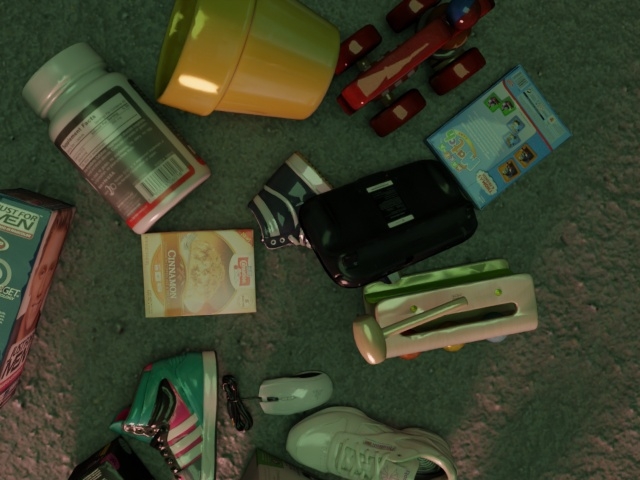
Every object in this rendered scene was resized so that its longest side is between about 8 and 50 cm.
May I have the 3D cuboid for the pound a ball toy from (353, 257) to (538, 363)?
[{"bbox_3d":[0.203,0.140,1.266,0.319,0.208,0.135,-11,103,-6],"label":"pound a ball toy"}]

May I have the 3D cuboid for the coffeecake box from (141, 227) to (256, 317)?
[{"bbox_3d":[-0.204,0.053,1.287,0.186,0.068,0.142,-3,94,-6],"label":"coffeecake box"}]

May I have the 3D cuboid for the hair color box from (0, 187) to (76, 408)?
[{"bbox_3d":[-0.508,0.095,1.206,0.105,0.174,0.347,18,93,-8],"label":"hair color box"}]

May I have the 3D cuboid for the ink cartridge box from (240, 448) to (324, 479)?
[{"bbox_3d":[-0.029,0.466,1.295,0.220,0.160,0.092,27,92,-8],"label":"ink cartridge box"}]

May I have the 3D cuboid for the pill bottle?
[{"bbox_3d":[-0.326,-0.163,1.210,0.161,0.161,0.283,-41,97,-1],"label":"pill bottle"}]

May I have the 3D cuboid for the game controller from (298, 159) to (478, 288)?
[{"bbox_3d":[0.118,-0.036,1.246,0.319,0.067,0.166,-20,65,-32],"label":"game controller"}]

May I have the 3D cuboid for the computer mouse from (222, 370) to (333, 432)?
[{"bbox_3d":[-0.072,0.274,1.333,0.193,0.042,0.106,-10,95,-5],"label":"computer mouse"}]

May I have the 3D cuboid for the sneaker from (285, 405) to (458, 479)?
[{"bbox_3d":[0.093,0.368,1.304,0.305,0.152,0.114,9,96,-5],"label":"sneaker"}]

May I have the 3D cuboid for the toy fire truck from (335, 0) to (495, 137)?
[{"bbox_3d":[0.156,-0.300,1.201,0.302,0.254,0.169,-36,98,-2],"label":"toy fire truck"}]

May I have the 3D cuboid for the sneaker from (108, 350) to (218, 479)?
[{"bbox_3d":[-0.265,0.335,1.275,0.179,0.124,0.295,2,87,-11],"label":"sneaker"}]

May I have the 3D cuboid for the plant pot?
[{"bbox_3d":[-0.111,-0.304,1.193,0.239,0.254,0.253,16,93,-23],"label":"plant pot"}]

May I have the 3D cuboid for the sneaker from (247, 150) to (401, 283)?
[{"bbox_3d":[0.000,0.000,1.289,0.153,0.099,0.282,-42,94,-2],"label":"sneaker"}]

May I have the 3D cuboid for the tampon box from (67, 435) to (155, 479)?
[{"bbox_3d":[-0.340,0.438,1.279,0.101,0.120,0.161,-36,98,-1],"label":"tampon box"}]

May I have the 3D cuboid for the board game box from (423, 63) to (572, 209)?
[{"bbox_3d":[0.313,-0.181,1.336,0.211,0.039,0.160,-39,97,-2],"label":"board game box"}]
